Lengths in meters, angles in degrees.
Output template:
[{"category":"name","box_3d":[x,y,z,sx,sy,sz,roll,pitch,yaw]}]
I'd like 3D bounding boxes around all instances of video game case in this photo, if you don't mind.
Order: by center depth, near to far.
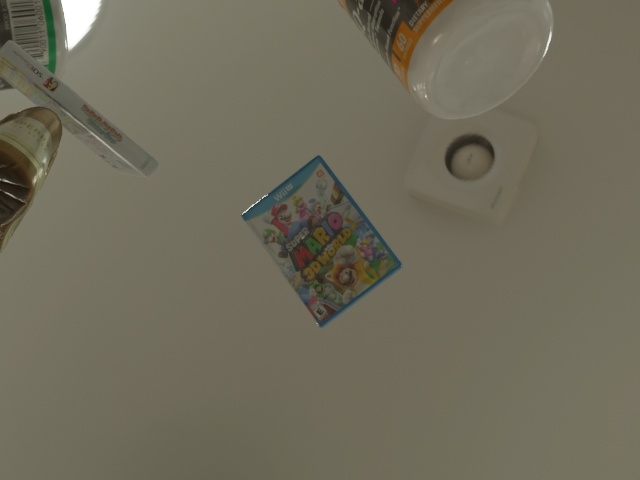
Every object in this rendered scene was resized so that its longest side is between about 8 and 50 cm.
[{"category":"video game case","box_3d":[0.000,0.000,1.094,0.119,0.015,0.166,-38,-106,5]},{"category":"video game case","box_3d":[-0.295,-0.150,1.121,0.206,0.227,0.026,41,-98,-19]}]

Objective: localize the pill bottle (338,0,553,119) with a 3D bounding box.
[{"category":"pill bottle","box_3d":[0.104,-0.269,0.984,0.162,0.162,0.278,-35,-124,4]}]

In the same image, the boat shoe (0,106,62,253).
[{"category":"boat shoe","box_3d":[-0.379,-0.054,1.074,0.302,0.109,0.098,-33,-157,46]}]

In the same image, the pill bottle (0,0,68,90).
[{"category":"pill bottle","box_3d":[-0.554,-0.297,1.312,0.360,0.204,0.204,-13,-115,-27]}]
